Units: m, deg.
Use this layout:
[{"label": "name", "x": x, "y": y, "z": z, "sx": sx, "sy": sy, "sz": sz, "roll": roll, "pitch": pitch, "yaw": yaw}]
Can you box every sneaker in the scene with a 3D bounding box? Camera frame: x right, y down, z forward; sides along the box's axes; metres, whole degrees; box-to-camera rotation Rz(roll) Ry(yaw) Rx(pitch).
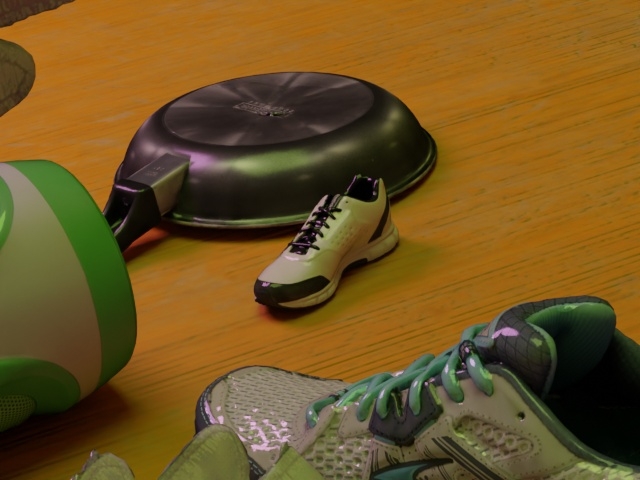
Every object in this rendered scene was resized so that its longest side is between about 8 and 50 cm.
[{"label": "sneaker", "x": 0.069, "y": 0.070, "z": 0.653, "sx": 0.283, "sy": 0.122, "sz": 0.110, "roll": 10, "pitch": 31, "yaw": 34}, {"label": "sneaker", "x": 0.000, "y": 0.000, "z": 0.915, "sx": 0.040, "sy": 0.043, "sz": 0.109, "roll": 12, "pitch": 34, "yaw": 33}]

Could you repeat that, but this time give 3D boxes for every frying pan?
[{"label": "frying pan", "x": -0.087, "y": -0.042, "z": 1.031, "sx": 0.326, "sy": 0.053, "sz": 0.197, "roll": -15, "pitch": 25, "yaw": -21}]

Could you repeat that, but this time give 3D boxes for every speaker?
[{"label": "speaker", "x": -0.233, "y": 0.061, "z": 0.759, "sx": 0.297, "sy": 0.131, "sz": 0.131, "roll": -23, "pitch": 29, "yaw": -28}]

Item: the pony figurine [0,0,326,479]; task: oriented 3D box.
[{"label": "pony figurine", "x": -0.168, "y": 0.100, "z": 0.508, "sx": 0.363, "sy": 0.302, "sz": 0.351, "roll": -21, "pitch": 20, "yaw": 31}]
